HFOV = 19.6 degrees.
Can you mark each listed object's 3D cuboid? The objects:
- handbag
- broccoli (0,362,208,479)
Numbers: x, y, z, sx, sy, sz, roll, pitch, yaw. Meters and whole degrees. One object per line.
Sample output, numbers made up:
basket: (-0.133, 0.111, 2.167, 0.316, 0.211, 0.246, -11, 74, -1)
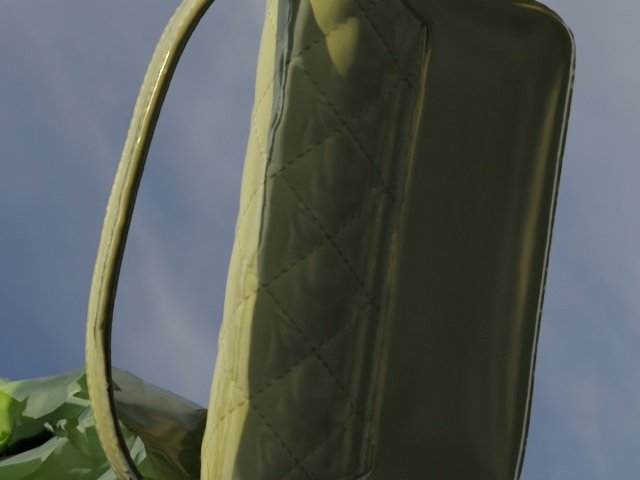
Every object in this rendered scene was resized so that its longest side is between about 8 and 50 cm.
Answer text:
handbag: (0.000, 0.000, 0.772, 0.219, 0.079, 0.256, 8, -90, -39)
broccoli: (-0.174, 0.218, 1.117, 0.413, 0.321, 0.310, -26, -61, -70)
